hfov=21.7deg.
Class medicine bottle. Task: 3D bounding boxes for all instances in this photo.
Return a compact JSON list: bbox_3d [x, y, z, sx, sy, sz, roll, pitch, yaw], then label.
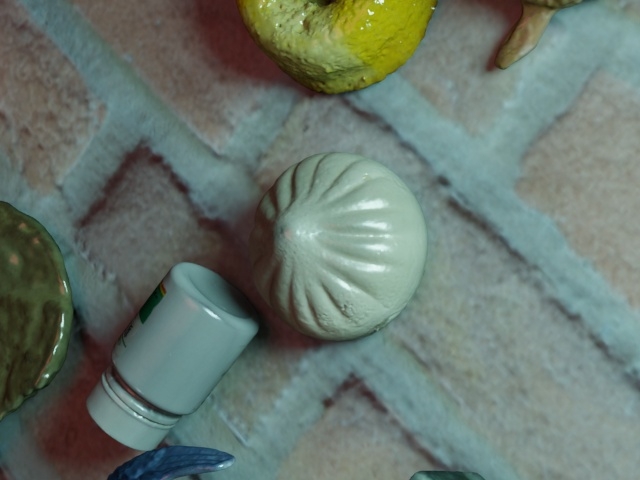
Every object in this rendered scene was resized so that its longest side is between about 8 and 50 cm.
[{"bbox_3d":[-0.112,0.088,1.238,0.130,0.080,0.080,-51,58,15],"label":"medicine bottle"}]

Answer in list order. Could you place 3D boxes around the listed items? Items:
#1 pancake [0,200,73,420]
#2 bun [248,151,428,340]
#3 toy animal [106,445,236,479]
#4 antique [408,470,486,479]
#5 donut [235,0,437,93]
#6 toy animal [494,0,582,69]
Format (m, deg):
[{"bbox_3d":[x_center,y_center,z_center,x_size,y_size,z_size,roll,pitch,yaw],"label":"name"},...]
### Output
[{"bbox_3d":[-0.295,0.082,1.387,0.222,0.042,0.236,30,96,39],"label":"pancake"},{"bbox_3d":[0.000,0.000,1.173,0.138,0.094,0.138,-10,73,34],"label":"bun"},{"bbox_3d":[-0.145,0.253,1.185,0.176,0.255,0.239,19,81,-7],"label":"toy animal"},{"bbox_3d":[0.119,0.235,1.052,0.183,0.086,0.088,40,104,32],"label":"antique"},{"bbox_3d":[0.004,-0.198,1.221,0.162,0.065,0.178,-33,64,24],"label":"donut"},{"bbox_3d":[0.122,-0.210,1.072,0.104,0.185,0.184,34,101,32],"label":"toy animal"}]
